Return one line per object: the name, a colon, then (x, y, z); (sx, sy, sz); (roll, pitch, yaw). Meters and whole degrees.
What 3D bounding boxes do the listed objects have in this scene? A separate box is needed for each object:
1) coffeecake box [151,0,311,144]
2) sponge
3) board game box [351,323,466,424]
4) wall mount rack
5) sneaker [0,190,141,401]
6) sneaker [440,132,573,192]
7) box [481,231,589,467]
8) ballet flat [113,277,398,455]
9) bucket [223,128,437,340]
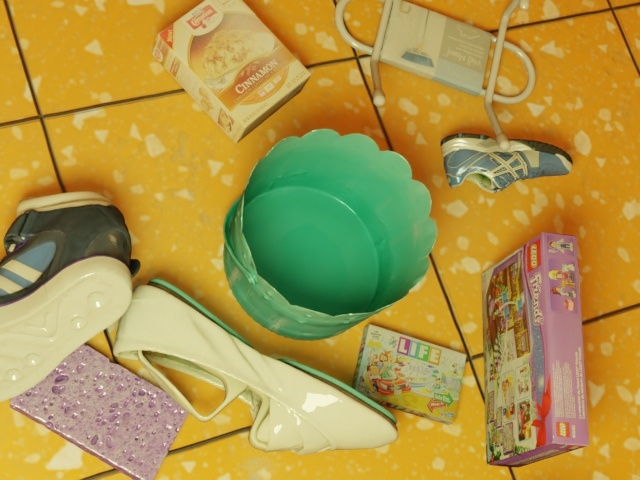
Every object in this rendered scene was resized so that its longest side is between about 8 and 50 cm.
coffeecake box: (-0.131, -0.259, 1.695); (0.185, 0.068, 0.142); (47, 65, 2)
sponge: (-0.283, 0.217, 1.496); (0.210, 0.031, 0.117); (31, 65, -5)
board game box: (0.126, 0.192, 1.645); (0.154, 0.026, 0.103); (18, 66, -12)
wall mount rack: (0.190, -0.281, 1.777); (0.350, 0.130, 0.304); (18, 67, -11)
sneaker: (-0.387, 0.059, 1.486); (0.323, 0.130, 0.236); (-31, 39, 6)
sneaker: (0.287, -0.112, 1.785); (0.211, 0.080, 0.081); (3, 77, -7)
box: (0.295, 0.158, 1.617); (0.057, 0.201, 0.293); (7, 70, -16)
ballet flat: (-0.095, 0.199, 1.513); (0.400, 0.139, 0.139); (30, 65, 1)
bucket: (0.000, 0.000, 1.584); (0.281, 0.183, 0.281); (6, 69, -17)
